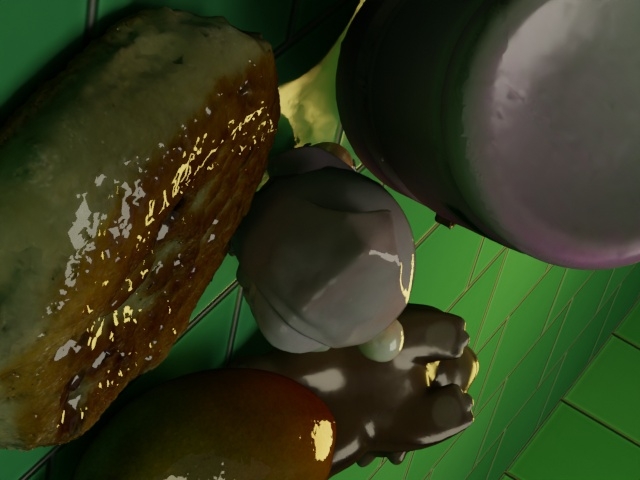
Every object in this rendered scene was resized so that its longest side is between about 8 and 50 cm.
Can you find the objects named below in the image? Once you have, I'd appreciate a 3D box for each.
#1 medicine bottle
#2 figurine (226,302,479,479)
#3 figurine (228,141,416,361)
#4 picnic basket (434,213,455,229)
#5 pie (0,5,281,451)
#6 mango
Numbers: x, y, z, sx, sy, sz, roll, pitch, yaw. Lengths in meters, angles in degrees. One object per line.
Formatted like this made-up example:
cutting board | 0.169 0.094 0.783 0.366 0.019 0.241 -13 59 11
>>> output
medicine bottle | 0.146 -0.104 1.194 0.212 0.212 0.325 -60 -164 0
figurine | 0.030 0.137 1.583 0.247 0.177 0.173 -28 -170 -20
figurine | 0.000 0.000 1.245 0.133 0.200 0.276 -45 -167 7
picnic basket | 0.153 -0.086 1.585 0.178 0.138 0.128 -52 163 -42
pie | -0.129 0.002 1.042 0.315 0.092 0.315 -53 163 -25
mango | -0.095 0.176 1.335 0.146 0.129 0.289 -58 154 16
